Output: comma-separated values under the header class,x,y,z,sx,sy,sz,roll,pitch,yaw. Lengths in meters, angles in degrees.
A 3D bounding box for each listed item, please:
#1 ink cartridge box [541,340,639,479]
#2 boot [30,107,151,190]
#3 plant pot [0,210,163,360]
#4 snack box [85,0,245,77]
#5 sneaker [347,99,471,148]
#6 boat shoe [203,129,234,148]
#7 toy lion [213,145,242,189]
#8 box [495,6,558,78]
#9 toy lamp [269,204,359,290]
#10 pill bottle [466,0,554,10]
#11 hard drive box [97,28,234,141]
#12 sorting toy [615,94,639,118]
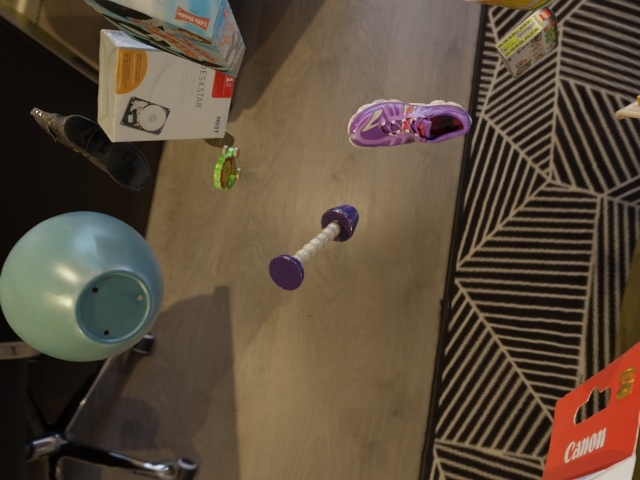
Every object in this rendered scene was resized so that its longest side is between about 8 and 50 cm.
class,x,y,z,sx,sy,sz,roll,pitch,yaw
ink cartridge box,0.237,0.308,0.629,0.091,0.308,0.384,21,63,14
boot,-0.551,-0.228,1.329,0.229,0.263,0.091,18,69,48
plant pot,-0.412,0.100,1.016,0.195,0.290,0.290,14,83,51
snack box,-0.213,-0.312,0.782,0.187,0.322,0.060,19,97,-6
sneaker,0.122,-0.161,0.756,0.170,0.071,0.068,-7,110,4
boat shoe,-0.282,-0.271,1.342,0.153,0.048,0.056,16,122,-21
toy lion,-0.196,-0.142,1.147,0.034,0.100,0.096,13,55,7
box,0.426,-0.400,1.128,0.114,0.207,0.036,-39,79,22
toy lamp,0.000,0.000,1.093,0.080,0.275,0.080,13,120,23
pill bottle,0.245,-0.388,0.760,0.118,0.209,0.117,19,113,52
hard drive box,-0.291,-0.291,1.049,0.089,0.232,0.181,45,133,36
sorting toy,0.591,-0.234,0.835,0.193,0.208,0.038,-28,107,-1
